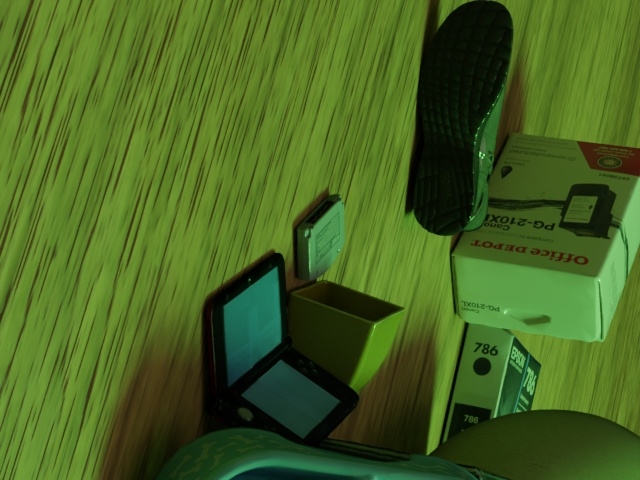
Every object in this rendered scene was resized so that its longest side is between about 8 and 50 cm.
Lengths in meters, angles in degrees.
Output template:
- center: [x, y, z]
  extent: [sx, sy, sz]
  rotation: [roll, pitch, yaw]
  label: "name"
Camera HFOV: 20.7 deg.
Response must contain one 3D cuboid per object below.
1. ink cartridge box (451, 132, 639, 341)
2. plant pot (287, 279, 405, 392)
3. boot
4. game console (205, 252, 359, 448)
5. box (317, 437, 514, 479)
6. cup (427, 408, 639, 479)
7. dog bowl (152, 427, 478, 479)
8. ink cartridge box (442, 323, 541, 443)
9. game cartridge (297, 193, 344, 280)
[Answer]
- center: [0.266, -0.008, 1.995]
  extent: [0.237, 0.172, 0.100]
  rotation: [-60, 151, -44]
  label: "ink cartridge box"
- center: [0.014, 0.090, 1.506]
  extent: [0.081, 0.081, 0.083]
  rotation: [-17, 124, -68]
  label: "plant pot"
- center: [0.151, -0.125, 1.804]
  extent: [0.161, 0.083, 0.247]
  rotation: [-24, 126, -74]
  label: "boot"
- center: [-0.027, 0.093, 1.392]
  extent: [0.085, 0.124, 0.144]
  rotation: [-61, 169, 26]
  label: "game console"
- center: [0.041, 0.379, 1.498]
  extent: [0.293, 0.212, 0.396]
  rotation: [32, 67, -68]
  label: "box"
- center: [0.190, 0.318, 1.757]
  extent: [0.237, 0.331, 0.331]
  rotation: [25, 74, -58]
  label: "cup"
- center: [0.016, 0.230, 1.278]
  extent: [0.074, 0.297, 0.166]
  rotation: [167, -67, -72]
  label: "dog bowl"
- center: [0.196, 0.217, 2.059]
  extent: [0.165, 0.065, 0.333]
  rotation: [41, 59, -65]
  label: "ink cartridge box"
- center: [0.000, 0.000, 1.518]
  extent: [0.083, 0.017, 0.056]
  rotation: [-45, 136, -58]
  label: "game cartridge"
